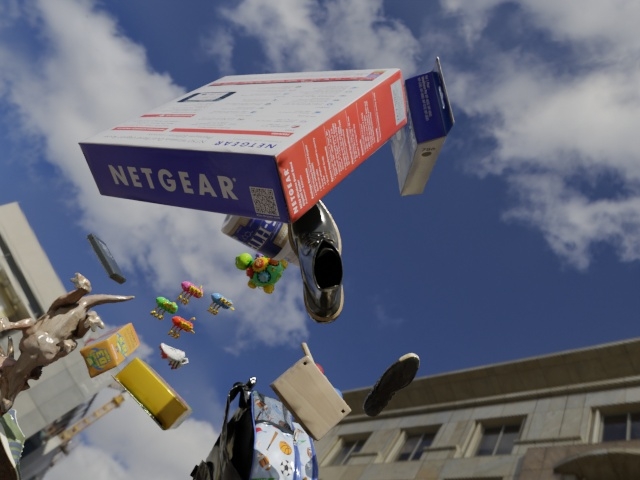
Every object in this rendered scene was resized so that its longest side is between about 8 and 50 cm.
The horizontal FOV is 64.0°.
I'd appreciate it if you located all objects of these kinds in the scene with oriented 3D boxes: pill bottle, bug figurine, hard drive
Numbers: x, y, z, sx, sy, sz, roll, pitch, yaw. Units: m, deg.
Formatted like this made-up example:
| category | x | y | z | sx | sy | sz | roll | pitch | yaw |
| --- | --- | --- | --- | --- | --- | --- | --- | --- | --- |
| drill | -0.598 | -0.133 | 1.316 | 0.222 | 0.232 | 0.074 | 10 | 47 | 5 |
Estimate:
| category | x | y | z | sx | sy | sz | roll | pitch | yaw |
| --- | --- | --- | --- | --- | --- | --- | --- | --- | --- |
| pill bottle | -0.102 | -0.022 | 1.077 | 0.187 | 0.112 | 0.112 | 29 | -52 | -17 |
| bug figurine | -0.455 | 0.235 | 1.812 | 0.279 | 0.072 | 0.216 | -30 | -49 | 18 |
| hard drive | -0.585 | 0.052 | 1.401 | 0.135 | 0.022 | 0.094 | 55 | -11 | 13 |

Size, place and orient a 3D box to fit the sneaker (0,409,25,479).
| category | x | y | z | sx | sy | sz | roll | pitch | yaw |
| --- | --- | --- | --- | --- | --- | --- | --- | --- | --- |
| sneaker | -0.656 | 0.449 | 1.086 | 0.064 | 0.086 | 0.192 | -11 | -84 | 5 |

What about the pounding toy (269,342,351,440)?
| category | x | y | z | sx | sy | sz | roll | pitch | yaw |
| --- | --- | --- | --- | --- | --- | --- | --- | --- | --- |
| pounding toy | -0.018 | 0.246 | 0.861 | 0.130 | 0.100 | 0.141 | 50 | -17 | 8 |

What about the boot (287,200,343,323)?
| category | x | y | z | sx | sy | sz | roll | pitch | yaw |
| --- | --- | --- | --- | --- | --- | --- | --- | --- | --- |
| boot | 0.000 | 0.000 | 0.695 | 0.137 | 0.077 | 0.197 | 95 | -19 | -66 |

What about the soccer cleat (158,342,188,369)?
| category | x | y | z | sx | sy | sz | roll | pitch | yaw |
| --- | --- | --- | --- | --- | --- | --- | --- | --- | --- |
| soccer cleat | -0.268 | 0.208 | 0.934 | 0.083 | 0.036 | 0.029 | 78 | -11 | -49 |

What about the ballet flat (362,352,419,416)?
| category | x | y | z | sx | sy | sz | roll | pitch | yaw |
| --- | --- | --- | --- | --- | --- | --- | --- | --- | --- |
| ballet flat | 0.134 | 0.277 | 1.005 | 0.058 | 0.049 | 0.173 | 28 | -64 | -13 |

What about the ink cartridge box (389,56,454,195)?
| category | x | y | z | sx | sy | sz | roll | pitch | yaw |
| --- | --- | --- | --- | --- | --- | --- | --- | --- | --- |
| ink cartridge box | 0.218 | -0.242 | 1.160 | 0.065 | 0.332 | 0.165 | -6 | -110 | -3 |

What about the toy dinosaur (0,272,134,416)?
| category | x | y | z | sx | sy | sz | roll | pitch | yaw |
| --- | --- | --- | --- | --- | --- | --- | --- | --- | --- |
| toy dinosaur | -0.520 | 0.179 | 0.995 | 0.127 | 0.296 | 0.200 | 49 | -42 | -3 |

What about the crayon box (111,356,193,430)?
| category | x | y | z | sx | sy | sz | roll | pitch | yaw |
| --- | --- | --- | --- | --- | --- | --- | --- | --- | --- |
| crayon box | -0.461 | 0.434 | 1.435 | 0.202 | 0.081 | 0.318 | 44 | -20 | 5 |

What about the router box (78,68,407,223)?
| category | x | y | z | sx | sy | sz | roll | pitch | yaw |
| --- | --- | --- | --- | --- | --- | --- | --- | --- | --- |
| router box | -0.098 | -0.149 | 0.704 | 0.336 | 0.301 | 0.082 | 10 | -53 | 33 |

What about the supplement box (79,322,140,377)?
| category | x | y | z | sx | sy | sz | roll | pitch | yaw |
| --- | --- | --- | --- | --- | --- | --- | --- | --- | --- |
| supplement box | -0.548 | 0.283 | 1.348 | 0.080 | 0.233 | 0.077 | -21 | -86 | -4 |

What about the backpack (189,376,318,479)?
| category | x | y | z | sx | sy | sz | roll | pitch | yaw |
| --- | --- | --- | --- | --- | --- | --- | --- | --- | --- |
| backpack | -0.131 | 0.465 | 1.001 | 0.213 | 0.263 | 0.276 | 23 | -77 | -10 |

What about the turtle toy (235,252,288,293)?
| category | x | y | z | sx | sy | sz | roll | pitch | yaw |
| --- | --- | --- | --- | --- | --- | --- | --- | --- | --- |
| turtle toy | -0.146 | 0.066 | 1.219 | 0.130 | 0.095 | 0.066 | 14 | -27 | 30 |
